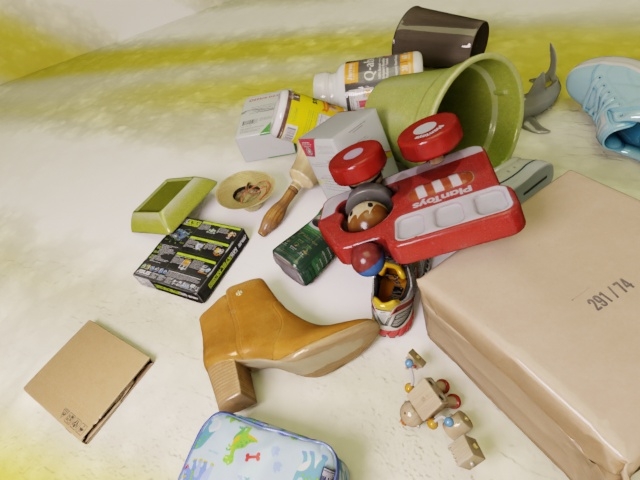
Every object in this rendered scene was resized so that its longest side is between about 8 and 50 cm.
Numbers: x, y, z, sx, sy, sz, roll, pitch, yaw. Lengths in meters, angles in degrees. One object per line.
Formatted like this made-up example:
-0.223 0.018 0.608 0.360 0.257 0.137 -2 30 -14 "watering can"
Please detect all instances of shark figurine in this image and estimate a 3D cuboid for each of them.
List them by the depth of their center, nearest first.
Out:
0.521 -0.363 0.955 0.278 0.116 0.166 -38 51 -15 "shark figurine"

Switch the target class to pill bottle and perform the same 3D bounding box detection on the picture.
-0.009 -0.286 0.993 0.215 0.117 0.117 13 45 -16 "pill bottle"
0.131 -0.397 1.067 0.279 0.162 0.162 -3 48 14 "pill bottle"

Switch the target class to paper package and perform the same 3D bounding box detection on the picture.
0.352 0.098 0.551 0.325 0.168 0.309 -33 48 -12 "paper package"

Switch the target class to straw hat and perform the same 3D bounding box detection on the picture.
-0.172 -0.102 0.962 0.145 0.061 0.144 -5 50 7 "straw hat"

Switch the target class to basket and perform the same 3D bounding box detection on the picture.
0.362 -0.592 1.187 0.227 0.154 0.204 25 62 29 "basket"

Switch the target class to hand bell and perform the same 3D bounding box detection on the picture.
-0.069 -0.109 0.929 0.126 0.126 0.242 25 73 33 "hand bell"

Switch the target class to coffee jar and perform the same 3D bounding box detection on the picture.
0.000 0.000 0.805 0.184 0.079 0.096 -42 47 -19 "coffee jar"

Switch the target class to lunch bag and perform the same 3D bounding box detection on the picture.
-0.082 0.337 0.522 0.219 0.090 0.176 8 55 24 "lunch bag"

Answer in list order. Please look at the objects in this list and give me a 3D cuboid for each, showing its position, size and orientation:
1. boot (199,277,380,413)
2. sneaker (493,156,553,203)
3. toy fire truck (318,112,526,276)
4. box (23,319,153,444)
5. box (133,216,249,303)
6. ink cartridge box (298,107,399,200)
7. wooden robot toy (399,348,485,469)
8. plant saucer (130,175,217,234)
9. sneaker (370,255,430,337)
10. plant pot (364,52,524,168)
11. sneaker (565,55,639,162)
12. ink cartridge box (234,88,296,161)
-0.069 0.137 0.686 0.295 0.104 0.211 -25 47 -1 "boot"
0.334 -0.082 0.784 0.258 0.094 0.091 -29 32 -18 "sneaker"
0.132 -0.055 0.634 0.302 0.169 0.253 -17 30 20 "toy fire truck"
-0.433 0.251 0.749 0.201 0.021 0.164 17 56 29 "box"
-0.284 0.035 0.885 0.191 0.045 0.184 10 50 26 "box"
0.066 -0.168 0.852 0.127 0.176 0.128 -39 31 -22 "ink cartridge box"
0.152 0.243 0.567 0.079 0.076 0.173 -51 44 18 "wooden robot toy"
-0.378 -0.098 1.000 0.189 0.045 0.188 4 49 39 "plant saucer"
0.142 0.053 0.705 0.088 0.092 0.225 2 49 20 "sneaker"
0.235 -0.252 0.863 0.276 0.276 0.254 -37 37 -16 "plant pot"
0.617 -0.262 0.818 0.150 0.135 0.365 -21 45 -6 "sneaker"
-0.145 -0.330 1.141 0.153 0.086 0.208 -7 49 11 "ink cartridge box"
